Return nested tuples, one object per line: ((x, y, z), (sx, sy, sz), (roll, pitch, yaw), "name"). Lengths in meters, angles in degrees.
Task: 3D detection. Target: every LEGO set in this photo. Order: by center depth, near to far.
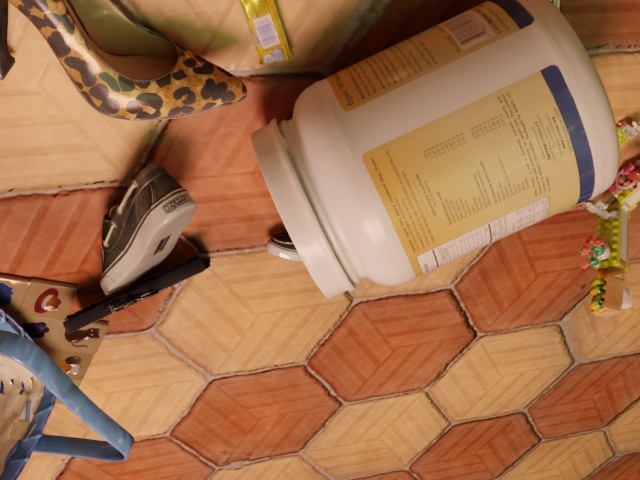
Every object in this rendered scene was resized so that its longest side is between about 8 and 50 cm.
((0.392, -0.049, 0.994), (0.107, 0.132, 0.286), (28, 96, -31), "LEGO set")

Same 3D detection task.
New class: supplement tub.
((0.110, -0.091, 0.784), (0.316, 0.228, 0.228), (-24, 135, 5), "supplement tub")

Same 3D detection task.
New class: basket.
((-0.381, 0.172, 0.843), (0.289, 0.201, 0.254), (3, 141, 21), "basket")

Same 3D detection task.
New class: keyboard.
((-0.220, 0.063, 0.915), (0.180, 0.108, 0.023), (-26, 93, -1), "keyboard")

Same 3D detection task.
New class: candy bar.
((-0.063, -0.235, 0.733), (0.040, 0.018, 0.161), (-18, 136, 2), "candy bar")

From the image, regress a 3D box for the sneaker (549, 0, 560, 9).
((0.226, -0.274, 0.792), (0.044, 0.040, 0.109), (-10, 133, 13), "sneaker")

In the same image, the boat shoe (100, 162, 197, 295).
((-0.207, -0.010, 0.860), (0.078, 0.070, 0.219), (-33, 172, -44), "boat shoe")

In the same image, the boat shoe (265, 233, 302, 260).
((0.000, 0.000, 0.966), (0.142, 0.049, 0.040), (2, 112, -24), "boat shoe")

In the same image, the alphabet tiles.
((-0.461, 0.138, 0.955), (0.343, 0.011, 0.285), (12, 126, -29), "alphabet tiles")

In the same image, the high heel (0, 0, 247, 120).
((-0.178, -0.204, 0.664), (0.262, 0.093, 0.186), (9, 135, -15), "high heel")
